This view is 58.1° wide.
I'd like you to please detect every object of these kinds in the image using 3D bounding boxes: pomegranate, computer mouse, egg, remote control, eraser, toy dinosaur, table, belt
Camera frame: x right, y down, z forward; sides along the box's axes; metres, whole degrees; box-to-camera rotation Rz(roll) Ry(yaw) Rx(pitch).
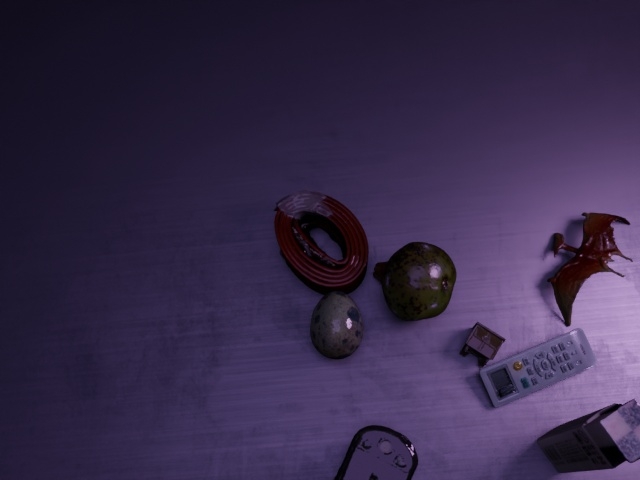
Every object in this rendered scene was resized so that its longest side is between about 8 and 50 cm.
[{"bbox_3d":[0.236,0.101,1.529,0.247,0.214,0.214,14,66,49],"label":"pomegranate"},{"bbox_3d":[0.123,0.582,1.386,0.170,0.100,0.270,24,78,17],"label":"computer mouse"},{"bbox_3d":[0.042,0.219,1.507,0.141,0.141,0.182,0,68,4],"label":"egg"},{"bbox_3d":[0.556,0.324,1.476,0.293,0.051,0.103,-22,82,-3],"label":"remote control"},{"bbox_3d":[0.588,0.431,1.245,0.096,0.404,0.098,-28,68,-10],"label":"eraser"},{"bbox_3d":[0.726,0.063,1.549,0.206,0.113,0.328,-6,55,30],"label":"toy dinosaur"},{"bbox_3d":[0.417,0.274,1.495,0.083,0.070,0.082,32,75,14],"label":"table"},{"bbox_3d":[0.000,0.000,1.610,0.227,0.115,0.324,-35,73,-11],"label":"belt"}]
